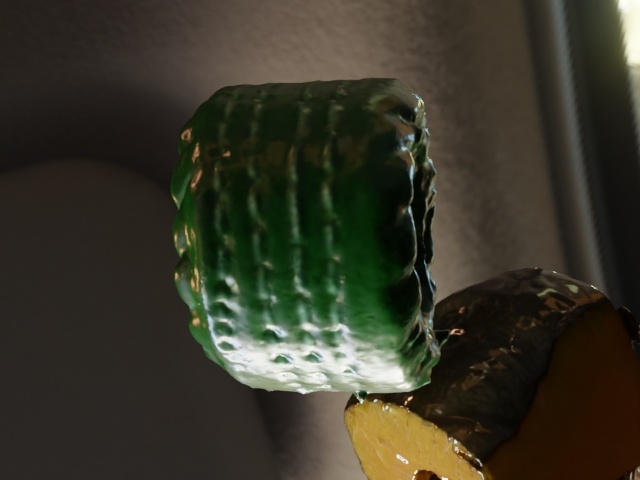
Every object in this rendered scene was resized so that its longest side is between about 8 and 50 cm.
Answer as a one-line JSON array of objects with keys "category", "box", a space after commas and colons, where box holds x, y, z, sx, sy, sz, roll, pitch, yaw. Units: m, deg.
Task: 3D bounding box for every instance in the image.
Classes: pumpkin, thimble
[{"category": "pumpkin", "box": [0.152, 0.146, 0.911, 0.139, 0.280, 0.190, -40, -25, -25]}, {"category": "thimble", "box": [0.000, 0.000, 0.588, 0.090, 0.118, 0.130, -3, -53, 8]}]
